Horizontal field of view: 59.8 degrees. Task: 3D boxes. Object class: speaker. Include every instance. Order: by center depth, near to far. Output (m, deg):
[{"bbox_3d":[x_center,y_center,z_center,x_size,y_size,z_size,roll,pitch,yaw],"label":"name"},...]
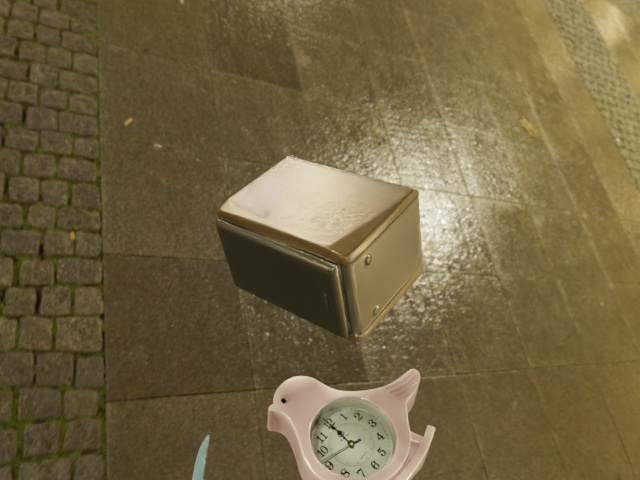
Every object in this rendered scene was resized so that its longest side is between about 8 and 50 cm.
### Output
[{"bbox_3d":[0.000,0.000,0.774,0.230,0.153,0.192,19,47,34],"label":"speaker"}]

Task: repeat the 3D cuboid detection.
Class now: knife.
[{"bbox_3d":[-0.172,0.406,0.691,0.019,0.044,0.313,19,63,-28],"label":"knife"}]

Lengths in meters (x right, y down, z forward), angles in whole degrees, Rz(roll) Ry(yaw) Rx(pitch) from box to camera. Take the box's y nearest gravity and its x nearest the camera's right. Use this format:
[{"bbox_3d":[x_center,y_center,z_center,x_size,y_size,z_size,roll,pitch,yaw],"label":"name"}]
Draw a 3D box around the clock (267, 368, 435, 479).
[{"bbox_3d":[0.071,0.331,1.023,0.290,0.080,0.275,-31,54,-32],"label":"clock"}]
